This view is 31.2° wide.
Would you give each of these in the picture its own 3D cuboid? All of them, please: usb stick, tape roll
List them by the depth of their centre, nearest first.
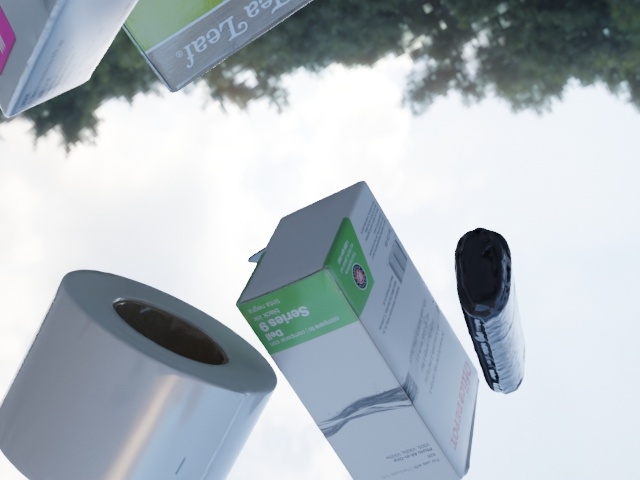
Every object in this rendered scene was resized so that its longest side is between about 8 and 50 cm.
[{"bbox_3d":[0.149,0.068,0.981,0.045,0.278,0.077,-7,-112,10],"label":"usb stick"},{"bbox_3d":[-0.188,0.161,1.171,0.169,0.246,0.246,-61,-153,9],"label":"tape roll"}]

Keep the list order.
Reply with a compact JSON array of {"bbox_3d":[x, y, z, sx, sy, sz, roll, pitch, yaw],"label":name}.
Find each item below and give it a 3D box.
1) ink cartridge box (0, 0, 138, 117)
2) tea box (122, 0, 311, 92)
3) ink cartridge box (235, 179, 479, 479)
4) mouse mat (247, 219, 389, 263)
[{"bbox_3d":[-0.153,-0.208,0.505,0.060,0.239,0.275,-31,-179,-27],"label":"ink cartridge box"},{"bbox_3d":[-0.080,-0.350,0.850,0.329,0.323,0.220,-33,-148,0],"label":"tea box"},{"bbox_3d":[0.053,0.114,1.264,0.121,0.289,0.211,-24,-161,23],"label":"ink cartridge box"},{"bbox_3d":[0.000,0.000,1.609,0.152,0.189,0.007,-32,-110,23],"label":"mouse mat"}]
